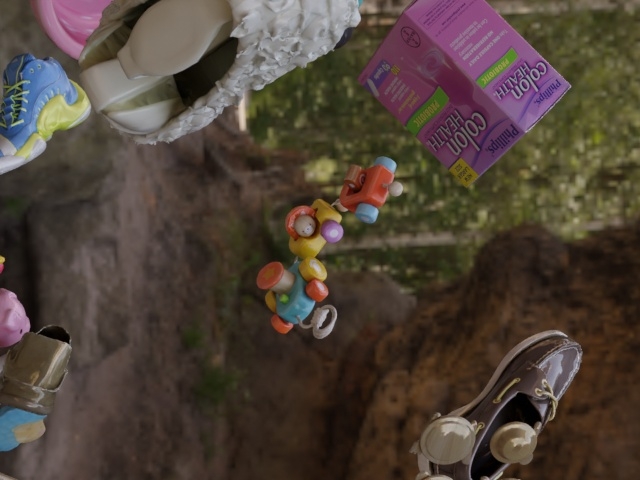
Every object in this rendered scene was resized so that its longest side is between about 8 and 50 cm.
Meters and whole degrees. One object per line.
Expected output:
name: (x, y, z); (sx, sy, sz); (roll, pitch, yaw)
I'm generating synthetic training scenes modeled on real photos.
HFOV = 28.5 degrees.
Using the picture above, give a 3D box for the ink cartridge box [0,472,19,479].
ink cartridge box: (-0.414, 0.266, 1.334); (0.193, 0.234, 0.088); (47, 60, -60)

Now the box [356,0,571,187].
box: (0.203, -0.232, 1.846); (0.117, 0.243, 0.213); (-45, 179, -26)

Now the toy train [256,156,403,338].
toy train: (0.000, 0.000, 1.074); (0.125, 0.046, 0.166); (-8, -126, 59)

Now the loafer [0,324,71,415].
loafer: (-0.239, 0.104, 1.055); (0.148, 0.056, 0.050); (-124, -128, -77)

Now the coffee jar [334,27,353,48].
coffee jar: (-0.046, -0.311, 1.736); (0.096, 0.184, 0.079); (13, -82, 49)

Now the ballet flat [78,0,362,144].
ballet flat: (-0.123, -0.161, 1.027); (0.409, 0.147, 0.147); (-21, -112, 56)

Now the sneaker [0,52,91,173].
sneaker: (-0.418, -0.178, 1.730); (0.126, 0.091, 0.240); (62, 32, -17)

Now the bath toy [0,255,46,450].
bath toy: (-0.496, 0.137, 1.886); (0.129, 0.151, 0.348); (-51, -131, 37)

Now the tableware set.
tableware set: (0.178, 0.263, 1.448); (0.020, 0.168, 0.141); (-110, -150, -64)

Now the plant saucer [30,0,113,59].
plant saucer: (-0.242, -0.384, 1.591); (0.084, 0.332, 0.332); (38, -26, 27)

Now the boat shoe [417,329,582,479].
boat shoe: (0.280, 0.244, 1.810); (0.096, 0.324, 0.117); (12, -50, 50)
